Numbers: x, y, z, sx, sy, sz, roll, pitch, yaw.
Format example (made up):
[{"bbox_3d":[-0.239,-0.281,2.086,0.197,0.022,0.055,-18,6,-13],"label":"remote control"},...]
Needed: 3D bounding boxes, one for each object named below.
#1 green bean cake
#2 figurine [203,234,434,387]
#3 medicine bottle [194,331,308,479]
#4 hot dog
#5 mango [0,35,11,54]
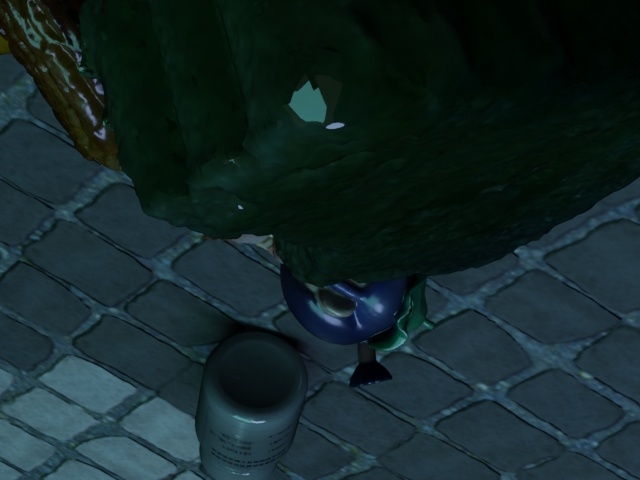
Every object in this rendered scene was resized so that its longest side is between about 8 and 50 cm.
[{"bbox_3d":[0.032,-0.090,0.902,0.308,0.169,0.300,-9,166,-35],"label":"green bean cake"},{"bbox_3d":[0.000,0.000,1.228,0.102,0.111,0.195,-34,118,30],"label":"figurine"},{"bbox_3d":[-0.056,0.134,1.445,0.080,0.080,0.130,17,147,3],"label":"medicine bottle"},{"bbox_3d":[-0.115,-0.140,1.029,0.099,0.160,0.227,16,155,36],"label":"hot dog"},{"bbox_3d":[-0.254,-0.174,1.089,0.227,0.109,0.147,15,169,5],"label":"mango"}]
